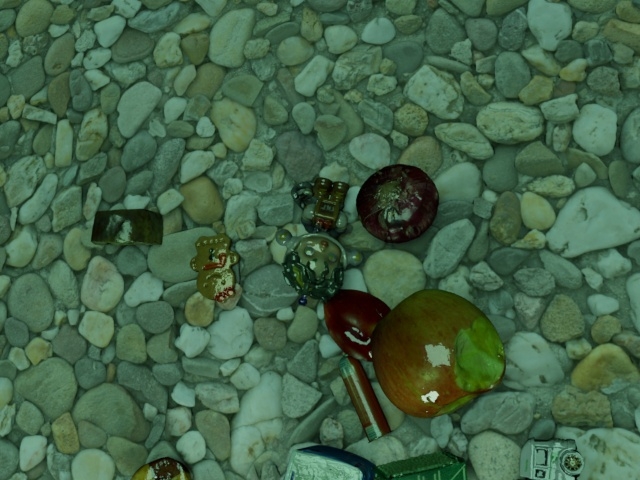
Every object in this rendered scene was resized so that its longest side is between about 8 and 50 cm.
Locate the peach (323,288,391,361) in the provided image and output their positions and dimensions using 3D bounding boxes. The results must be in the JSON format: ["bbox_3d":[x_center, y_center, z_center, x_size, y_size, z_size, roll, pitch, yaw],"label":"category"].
[{"bbox_3d":[0.106,0.223,1.866,0.279,0.068,0.189,39,70,24],"label":"peach"}]

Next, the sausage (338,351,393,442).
[{"bbox_3d":[0.118,0.432,1.823,0.083,0.083,0.264,-26,70,6],"label":"sausage"}]

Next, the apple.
[{"bbox_3d":[0.297,0.289,1.682,0.339,0.339,0.340,-3,75,13],"label":"apple"}]

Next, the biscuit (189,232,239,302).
[{"bbox_3d":[-0.336,0.088,2.043,0.165,0.036,0.226,-7,75,11],"label":"biscuit"}]

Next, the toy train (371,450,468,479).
[{"bbox_3d":[0.266,0.646,1.670,0.269,0.115,0.155,-6,93,-17],"label":"toy train"}]

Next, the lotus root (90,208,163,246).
[{"bbox_3d":[-0.642,-0.040,2.109,0.234,0.138,0.119,-1,86,8],"label":"lotus root"}]

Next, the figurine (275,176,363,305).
[{"bbox_3d":[0.004,0.000,1.909,0.260,0.186,0.382,11,73,5],"label":"figurine"}]

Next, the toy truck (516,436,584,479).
[{"bbox_3d":[0.568,0.679,1.615,0.175,0.146,0.368,4,77,19],"label":"toy truck"}]

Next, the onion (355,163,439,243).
[{"bbox_3d":[0.223,-0.102,1.876,0.246,0.190,0.247,-11,53,14],"label":"onion"}]

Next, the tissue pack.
[{"bbox_3d":[0.030,0.629,1.694,0.198,0.263,0.146,11,79,16],"label":"tissue pack"}]

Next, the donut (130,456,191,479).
[{"bbox_3d":[-0.462,0.724,1.892,0.184,0.073,0.166,-37,70,2],"label":"donut"}]
